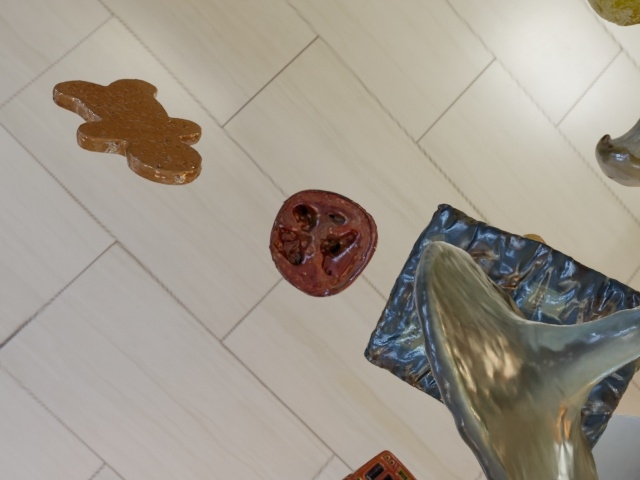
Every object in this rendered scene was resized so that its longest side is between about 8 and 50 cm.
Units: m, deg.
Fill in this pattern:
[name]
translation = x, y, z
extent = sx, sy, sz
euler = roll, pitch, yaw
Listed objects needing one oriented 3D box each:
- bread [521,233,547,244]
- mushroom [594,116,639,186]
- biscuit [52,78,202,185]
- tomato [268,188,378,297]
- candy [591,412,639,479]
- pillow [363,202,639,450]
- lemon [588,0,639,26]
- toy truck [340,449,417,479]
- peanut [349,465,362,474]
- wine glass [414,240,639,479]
[bread]
translation = 0.370, 0.078, 1.407
extent = 0.239, 0.074, 0.092
euler = -48, 142, -47
[mushroom]
translation = 0.449, -0.203, 0.885
extent = 0.159, 0.122, 0.328
euler = 11, 112, -51
[biscuit]
translation = -0.234, -0.136, 0.962
extent = 0.165, 0.250, 0.036
euler = -12, 132, -39
[tomato]
translation = 0.001, -0.001, 1.594
extent = 0.228, 0.101, 0.228
euler = 0, 93, -9
[candy]
translation = 0.404, 0.431, 1.115
extent = 0.359, 0.145, 0.208
euler = -39, 124, -41
[pillow]
translation = 0.172, 0.087, 0.733
extent = 0.034, 0.255, 0.189
euler = 18, 99, -53
[lemon]
translation = 0.269, -0.228, 0.652
extent = 0.082, 0.110, 0.082
euler = 2, 75, -7
[toy truck]
translation = 0.075, 0.395, 1.117
extent = 0.114, 0.252, 0.107
euler = -37, 70, -21
[peanut]
translation = 0.144, 0.573, 1.596
extent = 0.224, 0.129, 0.129
euler = 41, 72, 8
[wine glass]
translation = 0.267, -0.003, 0.386
extent = 0.406, 0.267, 0.267
euler = -29, 95, 24
